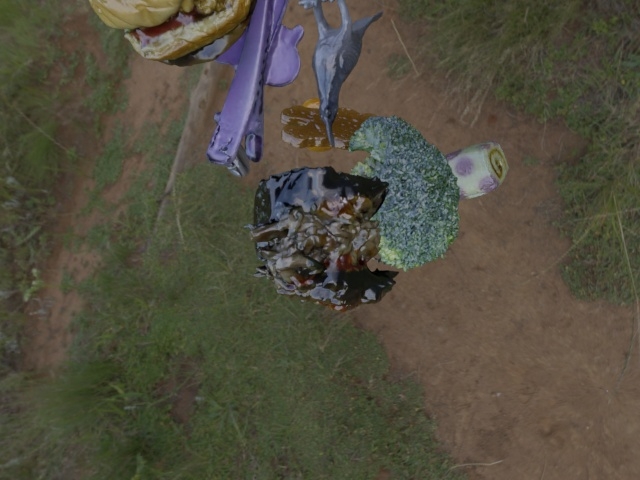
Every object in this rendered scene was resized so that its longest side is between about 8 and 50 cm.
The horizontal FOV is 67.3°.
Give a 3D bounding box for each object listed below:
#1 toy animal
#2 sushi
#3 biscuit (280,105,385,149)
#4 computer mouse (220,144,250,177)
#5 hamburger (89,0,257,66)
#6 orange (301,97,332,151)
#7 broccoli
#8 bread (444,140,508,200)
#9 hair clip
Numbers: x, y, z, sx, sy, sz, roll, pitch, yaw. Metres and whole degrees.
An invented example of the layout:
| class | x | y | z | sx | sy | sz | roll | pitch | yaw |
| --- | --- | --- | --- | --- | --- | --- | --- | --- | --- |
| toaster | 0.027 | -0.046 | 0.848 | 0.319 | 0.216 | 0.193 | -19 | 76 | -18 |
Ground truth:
| class | x | y | z | sx | sy | sz | roll | pitch | yaw |
| --- | --- | --- | --- | --- | --- | --- | --- | --- | --- |
| toy animal | 0.033 | -0.384 | 0.914 | 0.081 | 0.205 | 0.366 | 5 | 62 | 26 |
| sushi | 0.000 | 0.006 | 0.748 | 0.239 | 0.225 | 0.218 | -8 | 82 | -13 |
| biscuit | 0.042 | -0.291 | 1.256 | 0.296 | 0.044 | 0.185 | 2 | 46 | -7 |
| computer mouse | -0.153 | -0.143 | 0.831 | 0.040 | 0.066 | 0.096 | -28 | 39 | 9 |
| hamburger | -0.185 | -0.347 | 0.577 | 0.245 | 0.163 | 0.244 | -3 | 84 | 26 |
| orange | -0.005 | -0.376 | 1.572 | 0.178 | 0.155 | 0.177 | 41 | 141 | 44 |
| broccoli | 0.140 | -0.110 | 1.079 | 0.302 | 0.249 | 0.374 | -23 | 75 | 29 |
| bread | 0.404 | -0.198 | 1.537 | 0.339 | 0.187 | 0.155 | -19 | 106 | 38 |
| hair clip | -0.104 | -0.236 | 0.684 | 0.137 | 0.090 | 0.278 | 16 | 90 | 13 |
